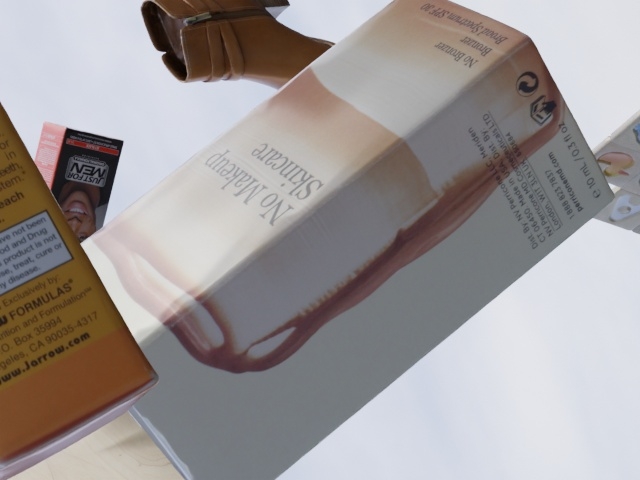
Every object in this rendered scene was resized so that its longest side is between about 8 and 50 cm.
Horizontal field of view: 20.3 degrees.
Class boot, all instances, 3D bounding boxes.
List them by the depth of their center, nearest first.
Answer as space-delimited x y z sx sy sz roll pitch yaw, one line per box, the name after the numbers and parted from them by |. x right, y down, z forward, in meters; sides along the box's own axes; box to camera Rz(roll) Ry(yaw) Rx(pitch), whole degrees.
-0.063 -0.159 1.618 0.152 0.073 0.197 -18 -120 -45 | boot

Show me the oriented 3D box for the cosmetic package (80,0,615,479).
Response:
0.000 0.000 1.034 0.129 0.296 0.153 56 168 -32 | cosmetic package

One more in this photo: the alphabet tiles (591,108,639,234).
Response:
0.426 -0.086 1.717 0.285 0.342 0.011 17 -127 -24 | alphabet tiles

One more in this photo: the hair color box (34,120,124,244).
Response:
-0.241 -0.036 1.698 0.072 0.043 0.141 11 -86 -42 | hair color box

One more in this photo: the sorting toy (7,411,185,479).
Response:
-0.197 0.257 1.553 0.257 0.255 0.089 30 154 55 | sorting toy

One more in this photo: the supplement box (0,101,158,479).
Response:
-0.156 -0.022 0.705 0.233 0.080 0.078 59 159 4 | supplement box
